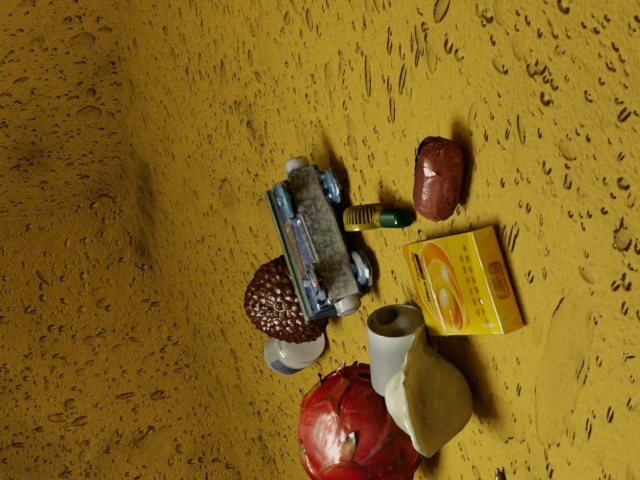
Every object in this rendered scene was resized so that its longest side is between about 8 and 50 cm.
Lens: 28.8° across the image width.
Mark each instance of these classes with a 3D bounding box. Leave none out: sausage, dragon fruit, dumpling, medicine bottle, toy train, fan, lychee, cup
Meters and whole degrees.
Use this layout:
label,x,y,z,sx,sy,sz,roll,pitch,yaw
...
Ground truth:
label,x,y,z,sx,sy,sz,roll,pitch,yaw
sausage,0.167,-0.087,1.769,0.076,0.076,0.141,-123,26,-43
dragon fruit,0.073,0.340,2.190,0.241,0.241,0.252,61,146,36
dumpling,0.161,0.228,1.927,0.126,0.216,0.166,-2,122,42
medicine bottle,-0.055,0.229,2.678,0.186,0.103,0.103,140,113,-70
toy train,0.000,0.000,2.286,0.202,0.131,0.300,126,127,-77
fan,0.099,-0.039,2.033,0.155,0.082,0.039,3,101,57
lychee,-0.056,0.123,2.493,0.188,0.188,0.188,164,90,-73
cup,0.139,0.176,2.084,0.099,0.136,0.133,13,125,31

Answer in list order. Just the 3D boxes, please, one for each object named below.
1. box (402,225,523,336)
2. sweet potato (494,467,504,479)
label,x,y,z,sx,sy,sz,roll,pitch,yaw
box,0.204,0.064,1.830,0.269,0.043,0.152,168,86,-73
sweet potato,0.273,0.397,1.950,0.115,0.026,0.026,96,152,-45
